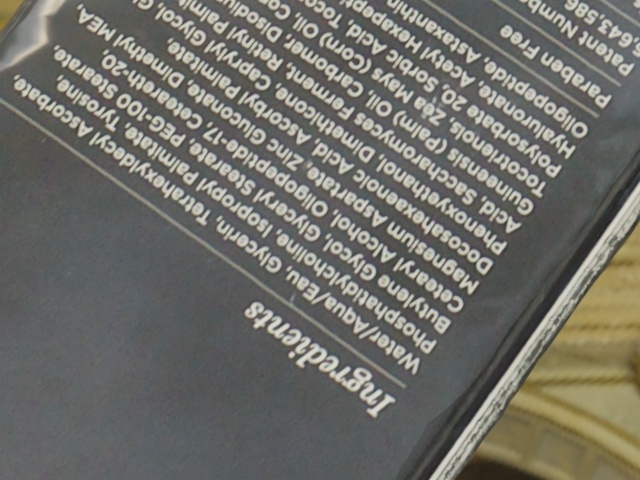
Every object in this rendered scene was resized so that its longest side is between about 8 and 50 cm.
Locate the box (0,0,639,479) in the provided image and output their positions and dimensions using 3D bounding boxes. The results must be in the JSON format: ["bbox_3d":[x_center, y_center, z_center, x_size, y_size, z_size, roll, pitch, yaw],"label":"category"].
[{"bbox_3d":[0.000,0.000,0.962,0.472,0.297,0.480,-55,-8,-10],"label":"box"}]
